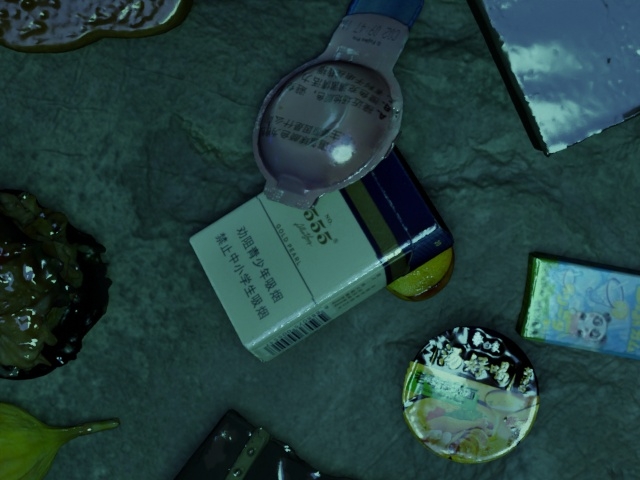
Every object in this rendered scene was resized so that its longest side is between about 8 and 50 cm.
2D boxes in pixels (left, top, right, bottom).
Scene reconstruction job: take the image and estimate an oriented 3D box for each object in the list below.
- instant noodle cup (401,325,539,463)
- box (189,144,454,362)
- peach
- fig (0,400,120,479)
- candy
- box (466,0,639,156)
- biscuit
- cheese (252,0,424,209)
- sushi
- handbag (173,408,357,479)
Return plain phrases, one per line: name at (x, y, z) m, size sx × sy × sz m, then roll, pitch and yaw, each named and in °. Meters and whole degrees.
instant noodle cup at (0.168, 0.165, 1.660) m, size 0.151 × 0.122 × 0.151 m, roll 0°, pitch 94°, yaw 7°
box at (0.000, 0.000, 1.660) m, size 0.259 × 0.071 × 0.168 m, roll -31°, pitch 63°, yaw 5°
peach at (0.108, 0.026, 1.686) m, size 0.098 × 0.061 × 0.098 m, roll -5°, pitch 66°, yaw 12°
fig at (-0.355, 0.246, 1.714) m, size 0.257 × 0.159 × 0.159 m, roll -15°, pitch 92°, yaw -15°
candy at (0.325, 0.077, 1.671) m, size 0.195 × 0.062 × 0.097 m, roll 10°, pitch 94°, yaw 3°
box at (0.278, -0.289, 1.579) m, size 0.251 × 0.204 × 0.345 m, roll -24°, pitch 92°, yaw 6°
biscuit at (-0.314, -0.368, 1.690) m, size 0.381 × 0.074 × 0.359 m, roll -27°, pitch 90°, yaw 8°
cheese at (0.023, -0.162, 1.638) m, size 0.189 × 0.074 × 0.286 m, roll 15°, pitch 71°, yaw 31°
sushi at (-0.365, 0.051, 1.648) m, size 0.239 × 0.219 × 0.225 m, roll 9°, pitch 91°, yaw 3°
handbag at (-0.053, 0.371, 1.687) m, size 0.342 × 0.152 × 0.288 m, roll 24°, pitch 85°, yaw 0°
